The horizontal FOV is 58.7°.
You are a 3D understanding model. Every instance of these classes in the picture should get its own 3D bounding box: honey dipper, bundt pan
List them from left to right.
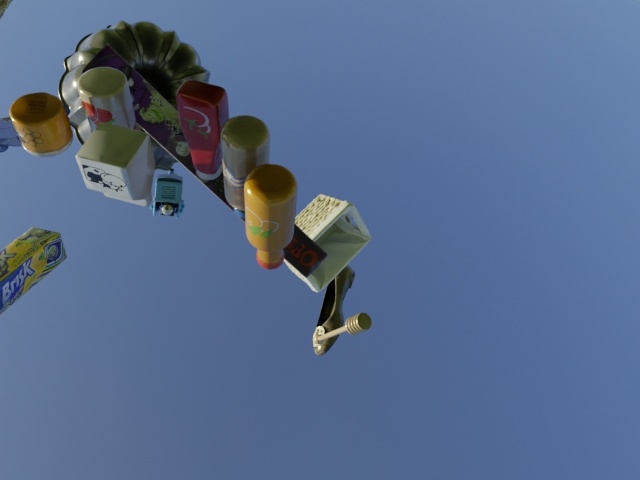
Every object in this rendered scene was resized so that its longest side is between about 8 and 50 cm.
[{"bbox_3d":[-0.371,-0.312,1.206,0.330,0.124,0.331,1,-92,-31],"label":"bundt pan"},{"bbox_3d":[0.031,0.157,0.973,0.030,0.160,0.031,13,-117,-27],"label":"honey dipper"}]

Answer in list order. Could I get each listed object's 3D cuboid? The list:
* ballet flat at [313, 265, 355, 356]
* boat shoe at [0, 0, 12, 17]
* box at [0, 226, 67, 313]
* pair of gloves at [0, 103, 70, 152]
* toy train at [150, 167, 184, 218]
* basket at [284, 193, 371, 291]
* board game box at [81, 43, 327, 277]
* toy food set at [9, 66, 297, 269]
[{"bbox_3d":[0.022,0.145,1.273,0.058,0.084,0.250,38,-134,-20],"label":"ballet flat"},{"bbox_3d":[-0.300,-0.235,0.463,0.103,0.302,0.113,23,-109,-35],"label":"boat shoe"},{"bbox_3d":[-0.484,0.048,0.898,0.059,0.054,0.169,11,-143,15],"label":"box"},{"bbox_3d":[-0.344,-0.088,0.542,0.198,0.159,0.023,-22,-85,10],"label":"pair of gloves"},{"bbox_3d":[-0.377,-0.119,1.421,0.080,0.105,0.184,6,-165,-14],"label":"toy train"},{"bbox_3d":[0.000,0.000,1.158,0.167,0.113,0.103,-44,-140,-14],"label":"basket"},{"bbox_3d":[-0.149,-0.100,0.739,0.056,0.208,0.347,-46,-68,1],"label":"board game box"},{"bbox_3d":[-0.126,-0.062,0.479,0.232,0.105,0.111,14,-127,4],"label":"toy food set"}]
